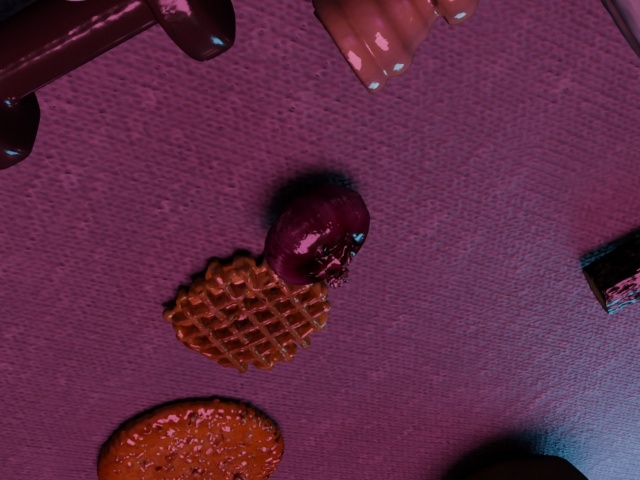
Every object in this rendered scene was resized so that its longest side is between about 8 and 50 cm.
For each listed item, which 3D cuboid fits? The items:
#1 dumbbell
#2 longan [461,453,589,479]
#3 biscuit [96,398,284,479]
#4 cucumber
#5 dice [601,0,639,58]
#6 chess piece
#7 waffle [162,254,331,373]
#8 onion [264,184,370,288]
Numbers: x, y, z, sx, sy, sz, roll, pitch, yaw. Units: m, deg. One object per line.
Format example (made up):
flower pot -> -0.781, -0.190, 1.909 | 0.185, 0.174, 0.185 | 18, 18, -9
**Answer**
dumbbell -> -0.181, -0.155, 0.709 | 0.225, 0.140, 0.124 | -26, 128, 11
longan -> 0.309, 0.471, 1.461 | 0.288, 0.288, 0.350 | -8, 149, -9
biscuit -> -0.169, 0.292, 1.284 | 0.253, 0.035, 0.254 | -8, 139, -7
cucumber -> 0.444, -0.009, 1.116 | 0.293, 0.068, 0.067 | -30, 137, 13
dice -> 0.265, -0.278, 0.616 | 0.264, 0.263, 0.268 | -33, 134, 19
chess piece -> 0.086, -0.199, 0.782 | 0.170, 0.094, 0.094 | -31, 137, 13
waffle -> -0.075, 0.084, 1.080 | 0.191, 0.038, 0.191 | -8, 137, -8
onion -> 0.000, 0.000, 0.963 | 0.115, 0.104, 0.115 | -22, 151, -13
